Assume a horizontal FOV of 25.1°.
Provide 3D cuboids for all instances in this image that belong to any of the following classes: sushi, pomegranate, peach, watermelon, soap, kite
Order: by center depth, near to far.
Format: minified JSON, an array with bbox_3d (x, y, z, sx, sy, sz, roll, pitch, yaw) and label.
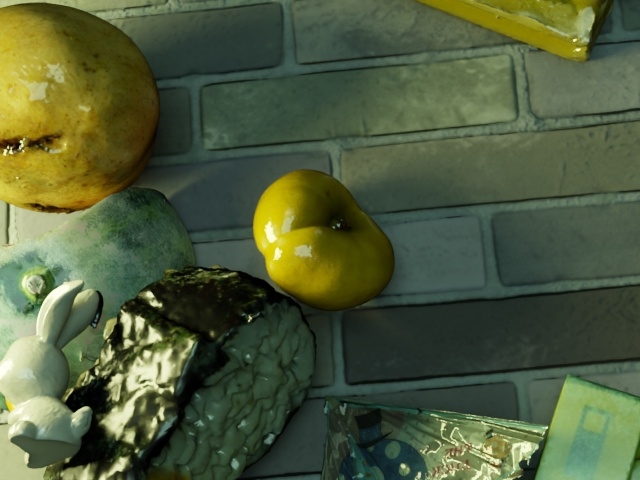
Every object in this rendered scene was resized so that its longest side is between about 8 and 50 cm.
[{"bbox_3d":[0.089,0.309,1.558,0.406,0.014,0.368,-45,53,18],"label":"kite"},{"bbox_3d":[-0.159,0.185,1.577,0.171,0.211,0.350,27,80,38],"label":"sushi"},{"bbox_3d":[0.000,0.000,1.630,0.179,0.179,0.103,51,123,15],"label":"peach"},{"bbox_3d":[-0.273,0.081,1.632,0.322,0.175,0.188,-42,74,-4],"label":"watermelon"},{"bbox_3d":[-0.311,-0.155,1.659,0.260,0.260,0.260,-2,75,6],"label":"pomegranate"},{"bbox_3d":[0.212,-0.357,1.736,0.315,0.091,0.199,21,78,12],"label":"soap"}]

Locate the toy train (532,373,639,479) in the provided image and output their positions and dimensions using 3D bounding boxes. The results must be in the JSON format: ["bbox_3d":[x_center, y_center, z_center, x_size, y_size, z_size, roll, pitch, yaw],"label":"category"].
[{"bbox_3d":[0.377,0.308,1.516,0.397,0.160,0.253,18,72,11],"label":"toy train"}]

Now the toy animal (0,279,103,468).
[{"bbox_3d":[-0.285,0.141,1.518,0.127,0.131,0.181,-12,63,2],"label":"toy animal"}]
